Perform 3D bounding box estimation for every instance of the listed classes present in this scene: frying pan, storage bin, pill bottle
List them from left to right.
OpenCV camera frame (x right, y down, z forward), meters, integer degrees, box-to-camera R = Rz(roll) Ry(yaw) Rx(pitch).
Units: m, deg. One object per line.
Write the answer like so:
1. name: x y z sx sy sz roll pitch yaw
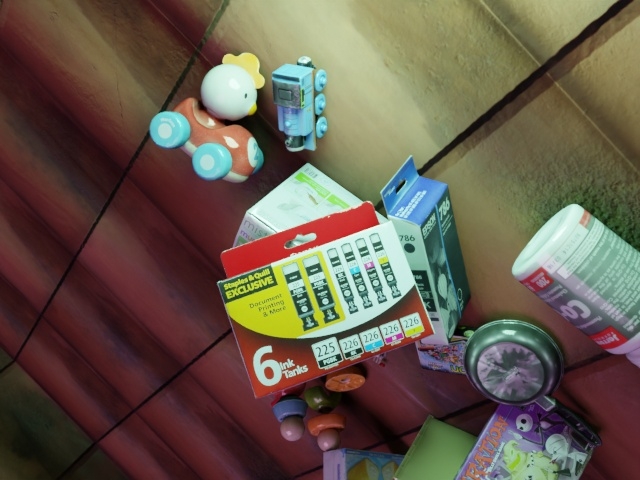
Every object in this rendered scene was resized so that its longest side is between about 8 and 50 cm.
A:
1. storage bin: 0.316 0.571 1.479 0.262 0.260 0.123 20 127 23
2. frying pan: 0.413 0.311 1.308 0.197 0.053 0.326 -22 99 27
3. pill bottle: 0.481 0.085 1.075 0.283 0.161 0.161 40 135 5

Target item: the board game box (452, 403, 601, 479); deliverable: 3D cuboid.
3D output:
1. board game box: 0.398 0.494 1.325 0.208 0.346 0.056 31 167 16

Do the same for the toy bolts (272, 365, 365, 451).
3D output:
1. toy bolts: -0.003 0.418 1.596 0.229 0.158 0.218 17 137 -31

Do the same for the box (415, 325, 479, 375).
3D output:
1. box: 0.310 0.241 1.398 0.207 0.036 0.114 2 122 34

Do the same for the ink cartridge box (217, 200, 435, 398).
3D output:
1. ink cartridge box: -0.004 0.088 1.107 0.130 0.310 0.271 85 164 -80

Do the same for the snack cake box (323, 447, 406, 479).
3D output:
1. snack cake box: 0.133 0.617 1.623 0.265 0.152 0.089 19 147 -35

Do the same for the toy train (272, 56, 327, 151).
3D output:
1. toy train: -0.040 -0.255 1.238 0.080 0.105 0.184 18 130 24

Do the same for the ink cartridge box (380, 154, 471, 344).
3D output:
1. ink cartridge box: 0.207 0.018 1.218 0.065 0.165 0.332 -2 121 33

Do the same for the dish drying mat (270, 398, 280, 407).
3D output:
1. dish drying mat: -0.120 0.478 1.896 0.032 0.008 0.083 42 135 1

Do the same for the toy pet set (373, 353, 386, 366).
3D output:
1. toy pet set: 0.099 0.243 1.552 0.122 0.065 0.114 16 164 29

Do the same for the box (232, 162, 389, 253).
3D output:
1. box: 0.000 0.000 1.307 0.262 0.231 0.126 36 135 8

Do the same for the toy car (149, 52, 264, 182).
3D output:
1. toy car: -0.183 -0.261 1.309 0.210 0.219 0.238 37 107 7
